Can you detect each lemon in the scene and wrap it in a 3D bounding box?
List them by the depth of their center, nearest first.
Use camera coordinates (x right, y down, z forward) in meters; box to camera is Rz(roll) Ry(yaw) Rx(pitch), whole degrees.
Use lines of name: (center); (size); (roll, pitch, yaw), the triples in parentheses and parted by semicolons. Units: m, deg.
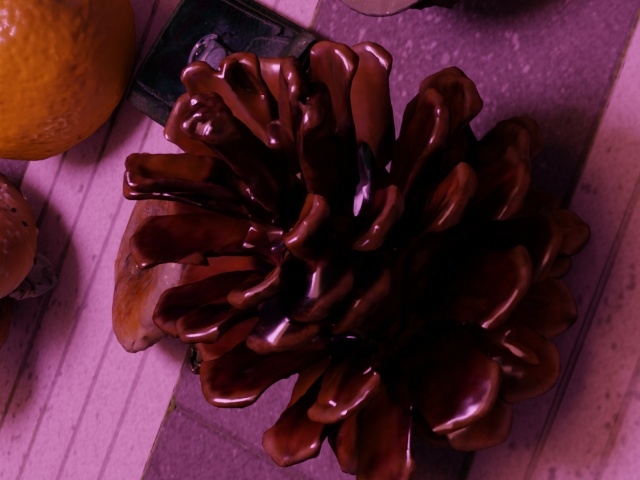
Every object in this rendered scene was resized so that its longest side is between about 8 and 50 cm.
lemon: (-0.307, -0.211, 2.096); (0.253, 0.228, 0.228); (-60, 40, 35)

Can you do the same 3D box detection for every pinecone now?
pinecone: (0.000, 0.000, 1.587); (0.384, 0.384, 0.384); (-20, 62, 42)

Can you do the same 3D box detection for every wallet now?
wallet: (-0.104, -0.171, 1.998); (0.236, 0.055, 0.160); (34, 95, 49)

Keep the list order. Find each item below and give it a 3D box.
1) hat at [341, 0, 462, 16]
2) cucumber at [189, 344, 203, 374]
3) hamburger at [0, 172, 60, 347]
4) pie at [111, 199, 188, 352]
hat: (0.119, -0.308, 1.737); (0.257, 0.130, 0.257); (-17, 69, 52)
cucumber: (-0.063, 0.004, 1.874); (0.077, 0.077, 0.265); (13, 87, 49)
hamburger: (-0.449, 0.013, 2.131); (0.318, 0.277, 0.195); (26, 117, 24)
pie: (-0.157, 0.021, 1.936); (0.218, 0.052, 0.185); (173, 111, -68)
